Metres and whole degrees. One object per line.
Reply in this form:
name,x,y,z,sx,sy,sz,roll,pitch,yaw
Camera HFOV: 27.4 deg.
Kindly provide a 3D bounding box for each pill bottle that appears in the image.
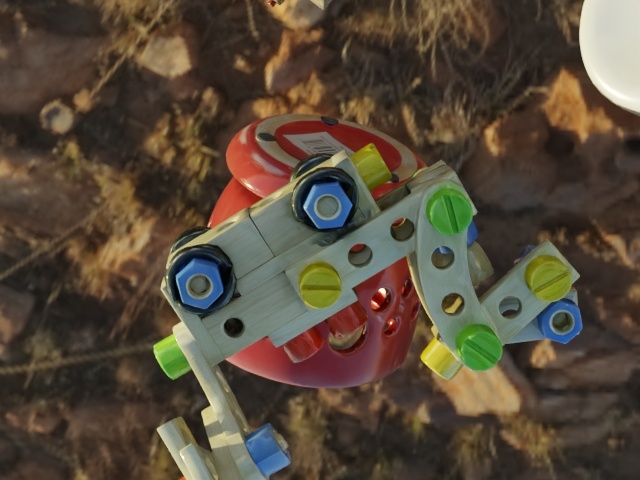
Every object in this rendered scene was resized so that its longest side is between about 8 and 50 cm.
pill bottle,0.295,-0.121,0.895,0.246,0.130,0.130,13,139,-45

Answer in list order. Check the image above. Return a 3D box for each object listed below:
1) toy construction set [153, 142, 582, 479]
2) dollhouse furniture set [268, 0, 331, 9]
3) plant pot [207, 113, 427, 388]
toy construction set,0.012,0.061,0.919,0.328,0.151,0.215,-34,103,-11
dollhouse furniture set,-0.042,-0.255,1.031,0.129,0.183,0.129,38,83,6
plant pot,0.000,0.000,1.074,0.191,0.191,0.174,14,115,0
